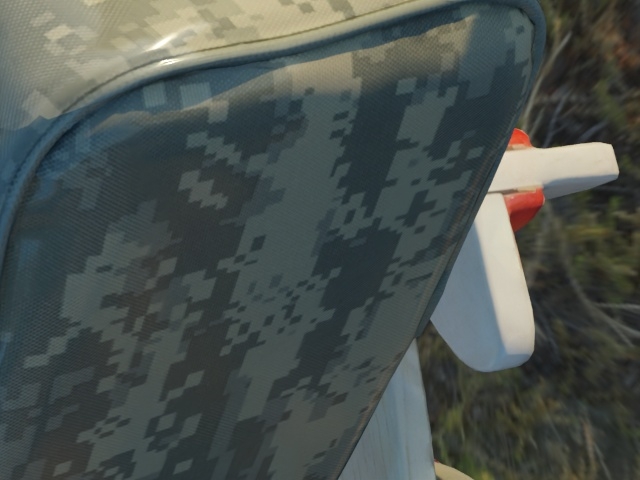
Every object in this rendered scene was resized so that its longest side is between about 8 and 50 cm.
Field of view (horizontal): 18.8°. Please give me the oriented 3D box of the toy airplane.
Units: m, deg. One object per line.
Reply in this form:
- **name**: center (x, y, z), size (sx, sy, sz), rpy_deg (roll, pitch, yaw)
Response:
- **toy airplane**: center (0.000, 0.000, 1.098), size (0.384, 0.272, 0.386), rpy_deg (35, 108, 27)

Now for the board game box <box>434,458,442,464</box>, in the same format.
- **board game box**: center (0.053, 0.314, 1.458), size (0.302, 0.086, 0.308), rpy_deg (35, 126, 6)

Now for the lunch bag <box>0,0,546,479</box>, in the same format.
- **lunch bag**: center (-0.110, -0.026, 0.657), size (0.256, 0.213, 0.305), rpy_deg (48, 136, 30)
